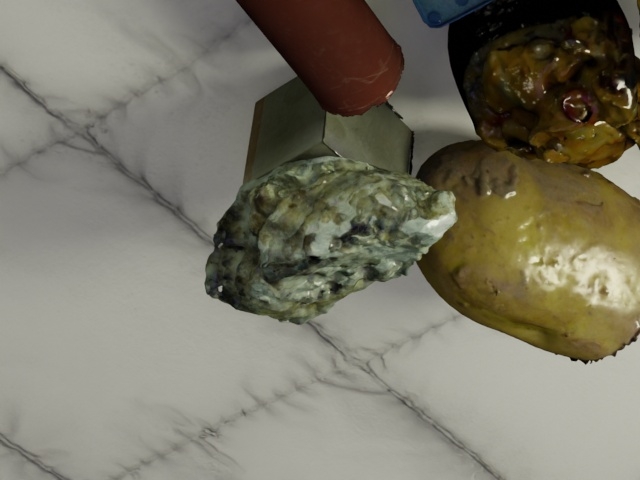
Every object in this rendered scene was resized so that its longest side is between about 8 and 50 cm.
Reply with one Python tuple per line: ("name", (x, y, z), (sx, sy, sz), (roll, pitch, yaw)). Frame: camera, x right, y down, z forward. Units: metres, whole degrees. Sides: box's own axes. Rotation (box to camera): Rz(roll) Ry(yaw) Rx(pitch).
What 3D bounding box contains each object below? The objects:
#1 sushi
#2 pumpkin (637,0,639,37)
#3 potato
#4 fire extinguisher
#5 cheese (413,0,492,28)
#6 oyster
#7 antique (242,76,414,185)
("sushi", (0.243, -0.170, 1.777), (0.213, 0.204, 0.200), (-25, 134, 33))
("pumpkin", (0.390, -0.248, 1.665), (0.222, 0.139, 0.317), (10, 125, 48))
("potato", (0.217, -0.004, 1.946), (0.266, 0.229, 0.229), (25, 132, -26))
("fire extinguisher", (-0.052, -0.252, 1.715), (0.147, 0.106, 0.337), (-9, 144, 28))
("cheese", (0.076, -0.342, 1.643), (0.189, 0.074, 0.286), (-26, 99, 15))
("oyster", (0.000, 0.000, 1.828), (0.198, 0.112, 0.267), (28, 132, -20))
("antique", (0.006, -0.087, 1.920), (0.148, 0.146, 0.152), (-28, 127, 30))
